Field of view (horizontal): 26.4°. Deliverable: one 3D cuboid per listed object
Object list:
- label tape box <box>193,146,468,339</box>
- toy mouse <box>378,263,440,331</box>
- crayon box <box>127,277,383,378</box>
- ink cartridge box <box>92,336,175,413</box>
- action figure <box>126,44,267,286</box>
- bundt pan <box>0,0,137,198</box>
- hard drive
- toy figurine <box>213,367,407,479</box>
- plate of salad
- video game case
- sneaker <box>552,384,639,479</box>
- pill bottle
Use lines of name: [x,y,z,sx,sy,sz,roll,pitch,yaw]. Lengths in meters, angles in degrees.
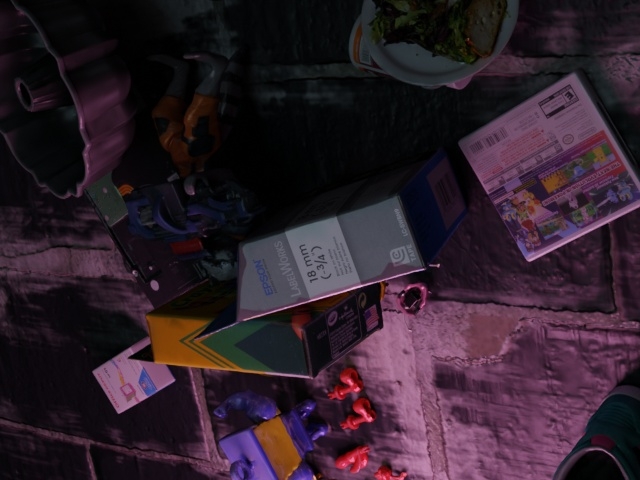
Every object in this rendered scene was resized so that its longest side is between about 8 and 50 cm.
label tape box: [0.000,0.000,1.769,0.333,0.240,0.106,-18,101,23]
toy mouse: [0.119,0.045,1.895,0.143,0.031,0.161,-23,95,42]
crayon box: [-0.099,0.111,1.920,0.318,0.202,0.081,1,108,32]
ink cartridge box: [-0.315,0.228,2.294,0.122,0.052,0.088,-32,89,43]
action figure: [-0.137,-0.100,1.892,0.341,0.178,0.330,6,106,53]
bundt pan: [-0.376,-0.232,1.968,0.331,0.124,0.331,38,143,37]
hard drive: [-0.260,-0.087,2.104,0.237,0.064,0.339,-33,89,41]
toy figurine: [-0.063,0.274,2.013,0.191,0.217,0.362,-23,95,41]
plate of salad: [0.141,-0.284,1.658,0.200,0.048,0.200,-5,74,19]
video game case: [0.293,-0.091,1.709,0.201,0.023,0.183,-31,90,40]
sneaker: [0.376,0.353,1.738,0.123,0.178,0.295,4,112,36]
pill bottle: [0.119,-0.241,1.731,0.152,0.086,0.086,20,121,29]
